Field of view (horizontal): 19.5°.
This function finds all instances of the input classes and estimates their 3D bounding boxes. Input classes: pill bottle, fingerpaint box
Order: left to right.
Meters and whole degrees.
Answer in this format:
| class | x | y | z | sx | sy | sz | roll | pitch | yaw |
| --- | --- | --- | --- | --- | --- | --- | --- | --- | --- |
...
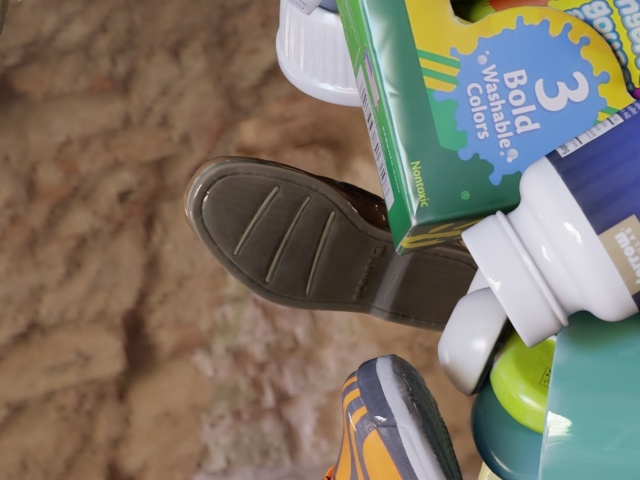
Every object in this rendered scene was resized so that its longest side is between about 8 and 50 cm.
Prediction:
| class | x | y | z | sx | sy | sz | roll | pitch | yaw |
| --- | --- | --- | --- | --- | --- | --- | --- | --- | --- |
| fingerpaint box | 0.180 | -0.252 | 1.228 | 0.371 | 0.445 | 0.163 | -12 | -6 | -4 |
| pill bottle | 0.161 | -0.017 | 0.948 | 0.169 | 0.094 | 0.094 | -32 | 0 | 5 |

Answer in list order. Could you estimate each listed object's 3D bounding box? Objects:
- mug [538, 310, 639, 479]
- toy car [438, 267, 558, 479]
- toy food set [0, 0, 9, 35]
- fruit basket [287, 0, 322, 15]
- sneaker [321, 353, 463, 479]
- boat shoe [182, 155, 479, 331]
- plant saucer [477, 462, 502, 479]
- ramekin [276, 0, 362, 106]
| class | x | y | z | sx | sy | sz | roll | pitch | yaw |
| --- | --- | --- | --- | --- | --- | --- | --- | --- | --- |
| mug | 0.180 | 0.107 | 1.050 | 0.097 | 0.129 | 0.158 | 6 | -9 | 12 |
| toy car | 0.154 | 0.099 | 1.245 | 0.159 | 0.136 | 0.182 | 26 | 26 | 6 |
| toy food set | -0.286 | -0.196 | 1.512 | 0.038 | 0.132 | 0.192 | 8 | -37 | -28 |
| fruit basket | -0.117 | -0.333 | 1.744 | 0.165 | 0.327 | 0.353 | -55 | 6 | -15 |
| sneaker | 0.015 | 0.212 | 1.215 | 0.180 | 0.321 | 0.124 | -14 | 42 | 2 |
| boat shoe | 0.000 | 0.000 | 1.604 | 0.307 | 0.111 | 0.104 | 25 | 11 | -34 |
| plant saucer | 0.234 | 0.226 | 1.570 | 0.081 | 0.333 | 0.333 | 14 | 6 | -18 |
| ramekin | 0.050 | -0.254 | 2.065 | 0.207 | 0.109 | 0.207 | -2 | 42 | 2 |
